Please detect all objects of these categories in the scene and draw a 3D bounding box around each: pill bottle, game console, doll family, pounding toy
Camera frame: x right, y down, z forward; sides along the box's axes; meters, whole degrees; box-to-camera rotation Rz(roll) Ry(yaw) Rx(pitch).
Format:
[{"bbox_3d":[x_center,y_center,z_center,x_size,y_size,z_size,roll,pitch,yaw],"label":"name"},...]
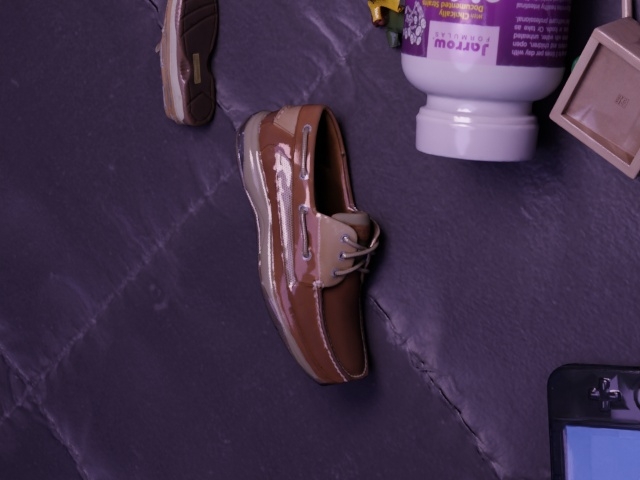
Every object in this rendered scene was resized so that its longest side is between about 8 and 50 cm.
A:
[{"bbox_3d":[0.169,-0.236,1.610,0.169,0.169,0.301,9,101,32],"label":"pill bottle"},{"bbox_3d":[0.319,0.283,1.582,0.250,0.173,0.293,0,96,32],"label":"game console"},{"bbox_3d":[0.083,-0.305,1.718,0.111,0.076,0.193,15,100,35],"label":"doll family"},{"bbox_3d":[0.309,-0.163,1.586,0.141,0.100,0.130,40,127,22],"label":"pounding toy"}]

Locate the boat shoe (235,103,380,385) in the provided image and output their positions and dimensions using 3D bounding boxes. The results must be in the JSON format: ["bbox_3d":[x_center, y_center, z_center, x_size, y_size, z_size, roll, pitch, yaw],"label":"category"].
[{"bbox_3d":[0.000,0.000,1.783,0.120,0.122,0.324,-17,88,30],"label":"boat shoe"}]

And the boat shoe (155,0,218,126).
[{"bbox_3d":[-0.169,-0.232,1.894,0.072,0.068,0.190,13,104,43],"label":"boat shoe"}]
